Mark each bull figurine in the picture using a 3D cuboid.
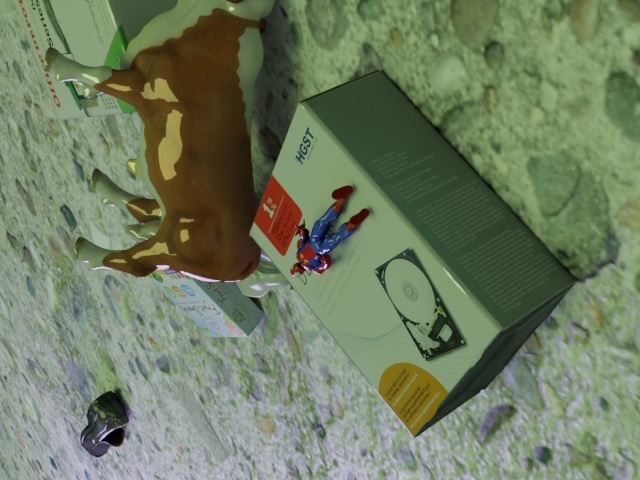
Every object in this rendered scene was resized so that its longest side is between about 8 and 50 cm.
[{"bbox_3d":[-0.130,-0.102,0.910,0.189,0.101,0.310,2,111,9],"label":"bull figurine"}]

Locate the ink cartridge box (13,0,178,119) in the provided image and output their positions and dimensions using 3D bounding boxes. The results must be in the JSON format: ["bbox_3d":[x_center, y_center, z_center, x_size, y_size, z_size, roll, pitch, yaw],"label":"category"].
[{"bbox_3d":[-0.216,-0.212,1.048,0.219,0.093,0.160,4,115,53],"label":"ink cartridge box"}]

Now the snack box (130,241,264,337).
[{"bbox_3d":[-0.140,0.049,1.142,0.141,0.037,0.100,48,154,-20],"label":"snack box"}]

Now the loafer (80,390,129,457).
[{"bbox_3d":[-0.344,0.311,1.650,0.061,0.062,0.170,45,145,18],"label":"loafer"}]

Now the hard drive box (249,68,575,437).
[{"bbox_3d":[0.061,0.012,0.823,0.232,0.089,0.181,50,145,20],"label":"hard drive box"}]

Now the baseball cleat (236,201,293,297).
[{"bbox_3d":[-0.101,-0.003,1.058,0.206,0.072,0.109,28,134,43],"label":"baseball cleat"}]

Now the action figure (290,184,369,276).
[{"bbox_3d":[0.000,0.000,0.792,0.038,0.030,0.115,51,148,10],"label":"action figure"}]
